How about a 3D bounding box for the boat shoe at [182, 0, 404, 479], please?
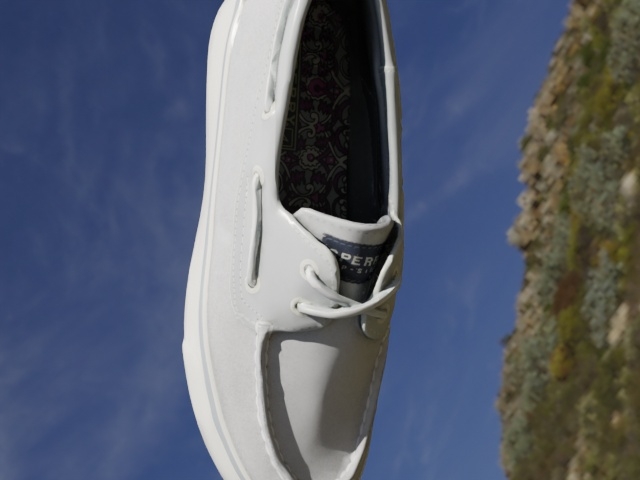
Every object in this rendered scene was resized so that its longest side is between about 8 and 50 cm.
[{"bbox_3d":[0.000,0.000,0.375,0.066,0.063,0.184,8,-96,-26],"label":"boat shoe"}]
